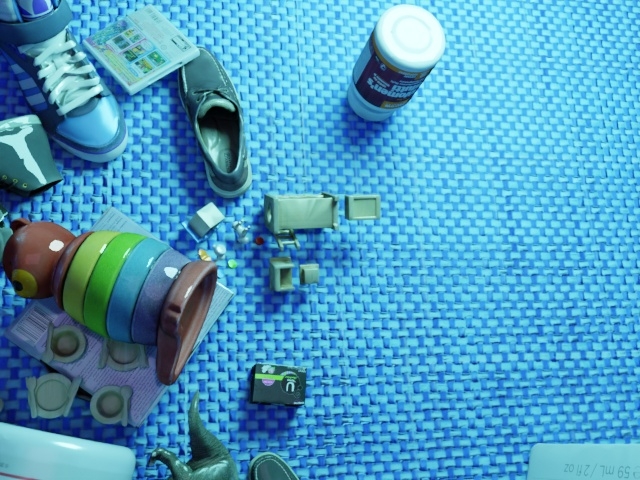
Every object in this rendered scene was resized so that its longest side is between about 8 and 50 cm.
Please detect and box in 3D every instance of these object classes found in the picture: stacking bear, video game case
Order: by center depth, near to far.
[{"bbox_3d":[-0.308,0.058,0.975,0.289,0.175,0.164,19,40,3],"label":"stacking bear"},{"bbox_3d":[-0.312,-0.334,1.199,0.143,0.019,0.157,-36,65,-17],"label":"video game case"}]

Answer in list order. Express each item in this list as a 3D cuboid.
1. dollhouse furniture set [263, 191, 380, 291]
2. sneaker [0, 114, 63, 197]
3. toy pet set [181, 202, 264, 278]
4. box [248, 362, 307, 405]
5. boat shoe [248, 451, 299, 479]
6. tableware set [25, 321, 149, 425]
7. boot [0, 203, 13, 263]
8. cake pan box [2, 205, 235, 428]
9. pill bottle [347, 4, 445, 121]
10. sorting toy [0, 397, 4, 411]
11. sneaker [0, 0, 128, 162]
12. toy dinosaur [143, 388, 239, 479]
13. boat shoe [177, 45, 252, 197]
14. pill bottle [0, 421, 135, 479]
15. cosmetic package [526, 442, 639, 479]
[{"bbox_3d":[0.000,0.000,1.183,0.181,0.101,0.161,-2,99,-14],"label":"dollhouse furniture set"},{"bbox_3d":[-0.511,-0.107,1.052,0.222,0.083,0.118,-27,93,-32],"label":"sneaker"},{"bbox_3d":[-0.176,0.004,1.134,0.114,0.065,0.122,49,45,0],"label":"toy pet set"},{"bbox_3d":[-0.068,0.231,1.100,0.083,0.052,0.062,7,72,-12],"label":"box"},{"bbox_3d":[-0.040,0.425,1.037,0.080,0.073,0.224,-21,80,-18],"label":"boat shoe"},{"bbox_3d":[-0.335,0.191,0.999,0.168,0.020,0.141,7,75,-10],"label":"tableware set"},{"bbox_3d":[-0.582,-0.040,1.060,0.161,0.083,0.246,-32,83,-32],"label":"boot"},{"bbox_3d":[-0.306,0.121,1.070,0.245,0.070,0.267,33,69,0],"label":"cake pan box"},{"bbox_3d":[0.123,-0.301,1.211,0.121,0.221,0.121,4,73,-12],"label":"pill bottle"},{"bbox_3d":[-0.593,0.242,0.986,0.208,0.038,0.193,40,69,5],"label":"sorting toy"},{"bbox_3d":[-0.422,-0.290,1.073,0.130,0.236,0.323,-35,84,-20],"label":"sneaker"},{"bbox_3d":[-0.182,0.384,1.013,0.160,0.121,0.314,11,67,-22],"label":"toy dinosaur"},{"bbox_3d":[-0.179,-0.217,1.184,0.102,0.092,0.285,-11,75,-13],"label":"boat shoe"},{"bbox_3d":[-0.394,0.448,0.866,0.229,0.229,0.408,14,71,-9],"label":"pill bottle"},{"bbox_3d":[0.500,0.529,0.997,0.327,0.329,0.394,18,70,-8],"label":"cosmetic package"}]
